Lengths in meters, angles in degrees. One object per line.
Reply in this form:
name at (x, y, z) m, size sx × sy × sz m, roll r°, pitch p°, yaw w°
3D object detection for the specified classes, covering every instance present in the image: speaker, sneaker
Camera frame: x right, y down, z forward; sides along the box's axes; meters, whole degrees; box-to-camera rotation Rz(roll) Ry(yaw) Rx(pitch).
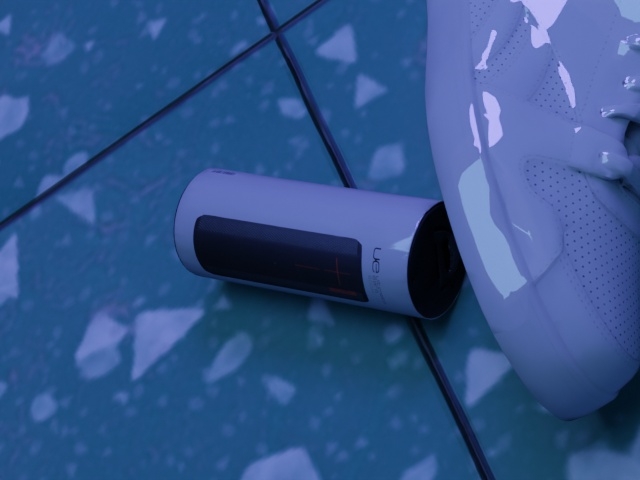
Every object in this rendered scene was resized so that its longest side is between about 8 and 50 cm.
speaker at (0.000, 0.000, 0.770) m, size 0.136 × 0.055 × 0.055 m, roll 10°, pitch 72°, yaw 34°
sneaker at (0.138, -0.079, 0.693) m, size 0.169 × 0.108 × 0.293 m, roll -20°, pitch 57°, yaw 25°
